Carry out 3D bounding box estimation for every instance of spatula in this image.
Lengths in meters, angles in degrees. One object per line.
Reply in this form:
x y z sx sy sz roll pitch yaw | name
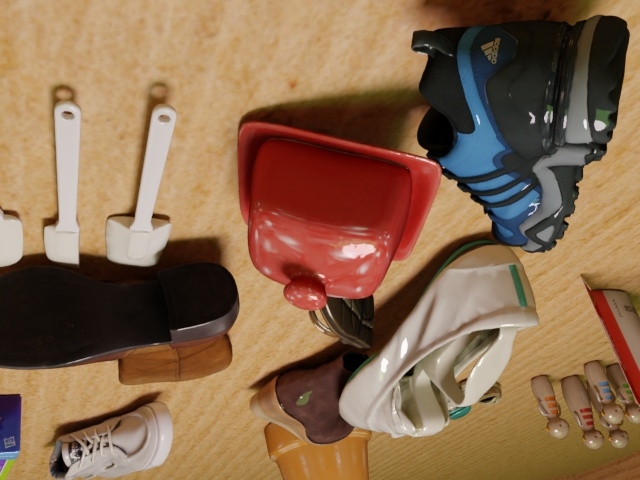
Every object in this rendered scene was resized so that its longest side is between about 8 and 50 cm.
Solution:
-0.195 -0.037 0.523 0.168 0.019 0.242 5 147 -19 | spatula

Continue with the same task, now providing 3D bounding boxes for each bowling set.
0.591 0.329 1.356 0.287 0.154 0.200 8 145 -35 | bowling set

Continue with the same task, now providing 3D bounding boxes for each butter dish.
0.000 0.000 0.532 0.160 0.118 0.160 13 149 3 | butter dish

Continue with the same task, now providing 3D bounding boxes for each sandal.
0.019 0.070 0.755 0.060 0.090 0.219 3 162 16 | sandal

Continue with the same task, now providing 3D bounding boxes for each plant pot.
0.009 0.433 1.260 0.205 0.188 0.205 -10 151 -6 | plant pot

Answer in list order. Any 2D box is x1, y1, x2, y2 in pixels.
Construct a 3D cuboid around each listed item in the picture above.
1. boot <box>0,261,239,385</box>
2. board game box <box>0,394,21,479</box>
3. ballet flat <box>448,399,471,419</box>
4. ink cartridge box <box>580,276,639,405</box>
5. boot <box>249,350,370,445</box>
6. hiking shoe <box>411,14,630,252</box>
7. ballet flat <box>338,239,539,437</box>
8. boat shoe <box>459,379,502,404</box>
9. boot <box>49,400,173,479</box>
-0.221 0.105 0.716 0.264 0.096 0.280 -13 161 -16 | boot
-0.588 0.280 0.852 0.347 0.078 0.233 5 146 -30 | board game box
0.262 0.315 1.303 0.057 0.052 0.168 -27 156 5 | ballet flat
0.454 0.157 0.958 0.066 0.189 0.232 -24 149 17 | ink cartridge box
0.036 0.251 1.049 0.207 0.090 0.248 -29 144 30 | boot
0.147 -0.080 0.533 0.132 0.113 0.304 13 162 15 | hiking shoe
0.136 0.170 0.843 0.139 0.139 0.400 3 137 -27 | ballet flat
0.322 0.307 1.313 0.056 0.048 0.153 -26 149 21 | boat shoe
-0.326 0.317 1.008 0.123 0.095 0.258 2 149 -38 | boot
